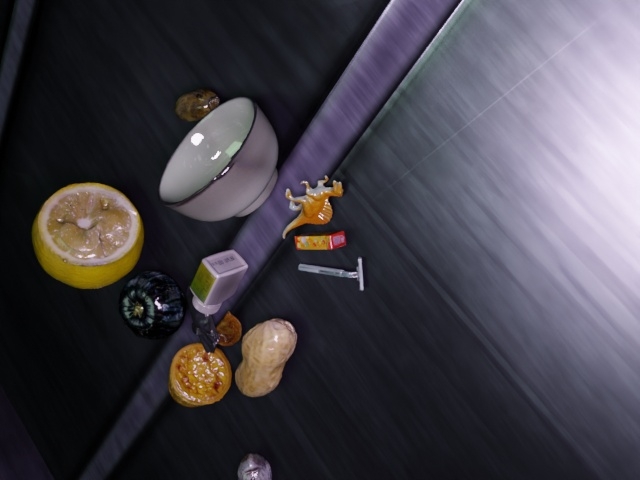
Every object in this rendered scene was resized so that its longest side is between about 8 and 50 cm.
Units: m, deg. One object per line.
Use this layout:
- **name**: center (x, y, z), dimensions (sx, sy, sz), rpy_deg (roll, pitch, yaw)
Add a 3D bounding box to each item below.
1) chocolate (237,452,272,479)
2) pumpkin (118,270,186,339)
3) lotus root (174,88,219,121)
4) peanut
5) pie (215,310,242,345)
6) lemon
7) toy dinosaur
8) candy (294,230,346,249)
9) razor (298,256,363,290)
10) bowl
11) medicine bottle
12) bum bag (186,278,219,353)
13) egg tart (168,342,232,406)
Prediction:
- **chocolate**: center (-0.199, 0.790, 1.904), dimensions (0.110, 0.110, 0.248), rpy_deg (1, 103, 39)
- **pumpkin**: center (-0.555, 0.216, 1.984), dimensions (0.233, 0.163, 0.233), rpy_deg (5, 100, 28)
- **lotus root**: center (-0.348, -0.383, 1.698), dimensions (0.179, 0.081, 0.089), rpy_deg (2, 82, 42)
- **peanut**: center (-0.165, 0.344, 1.727), dimensions (0.149, 0.149, 0.313), rpy_deg (38, 130, 24)
- **pie**: center (-0.294, 0.288, 1.880), dimensions (0.088, 0.033, 0.191), rpy_deg (50, 136, 3)
- **lemon**: center (-0.770, 0.002, 1.993), dimensions (0.364, 0.364, 0.364), rpy_deg (12, 110, 36)
- **toy dinosaur**: center (-0.020, -0.082, 1.550), dimensions (0.142, 0.057, 0.212), rpy_deg (19, 127, 13)
- **candy**: center (0.000, 0.000, 1.540), dimensions (0.122, 0.062, 0.038), rpy_deg (-1, 101, 40)
- **razor**: center (0.022, 0.080, 1.563), dimensions (0.211, 0.036, 0.084), rpy_deg (4, 103, 38)
- **bowl**: center (-0.235, -0.182, 1.553), dimensions (0.354, 0.353, 0.185), rpy_deg (-15, 137, 41)
- **medicine bottle**: center (-0.311, 0.128, 1.781), dimensions (0.088, 0.132, 0.188), rpy_deg (45, 127, 20)
- **bum bag**: center (-0.375, 0.237, 1.892), dimensions (0.123, 0.060, 0.248), rpy_deg (-46, 52, 44)
- **egg tart**: center (-0.398, 0.442, 1.923), dimensions (0.202, 0.203, 0.147), rpy_deg (57, 144, 11)
